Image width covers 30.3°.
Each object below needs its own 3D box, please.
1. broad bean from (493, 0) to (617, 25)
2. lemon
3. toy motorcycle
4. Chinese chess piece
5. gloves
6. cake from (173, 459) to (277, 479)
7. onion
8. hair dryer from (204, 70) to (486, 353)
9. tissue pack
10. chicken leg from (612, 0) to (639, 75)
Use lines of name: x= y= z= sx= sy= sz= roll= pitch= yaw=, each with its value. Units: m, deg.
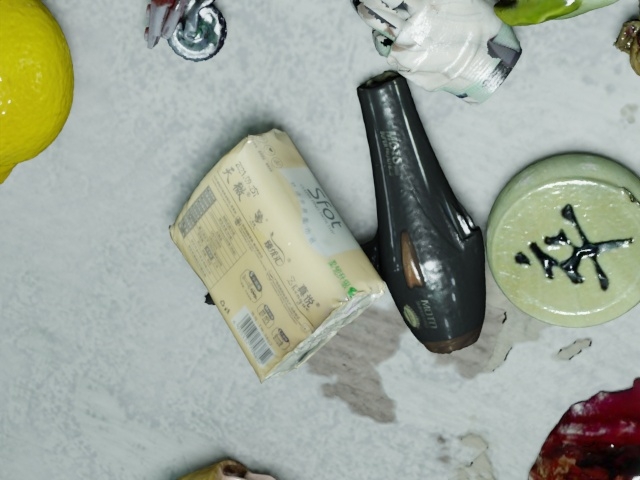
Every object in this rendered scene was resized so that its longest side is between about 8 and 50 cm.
broad bean: x=0.247 y=-0.288 z=1.095 sx=0.100 sy=0.169 sz=0.228 roll=18 pitch=120 yaw=-42
lemon: x=-0.357 y=-0.173 z=1.255 sx=0.187 sy=0.187 sz=0.244 roll=8 pitch=109 yaw=8
toy motorcycle: x=-0.148 y=-0.291 z=1.212 sx=0.122 sy=0.082 sz=0.213 roll=11 pitch=114 yaw=6
Chinese chess piece: x=0.269 y=0.002 z=1.253 sx=0.188 sy=0.083 sz=0.188 roll=4 pitch=116 yaw=8
gloves: x=0.099 y=-0.234 z=1.176 sx=0.212 sy=0.111 sz=0.127 roll=36 pitch=121 yaw=-13
cake: x=-0.090 y=0.368 z=1.429 sx=0.178 sy=0.185 sz=0.208 roll=-9 pitch=89 yaw=20
onion: x=0.377 y=0.301 z=1.329 sx=0.314 sy=0.146 sz=0.280 roll=2 pitch=110 yaw=16
hair dryer: x=0.000 y=0.000 z=1.315 sx=0.359 sy=0.120 sz=0.304 roll=-16 pitch=101 yaw=27
tissue pack: x=-0.052 y=0.015 z=1.265 sx=0.186 sy=0.090 sz=0.222 roll=-46 pitch=68 yaw=35
chicken leg: x=0.342 y=-0.220 z=1.150 sx=0.125 sy=0.080 sz=0.196 roll=-32 pitch=96 yaw=12
